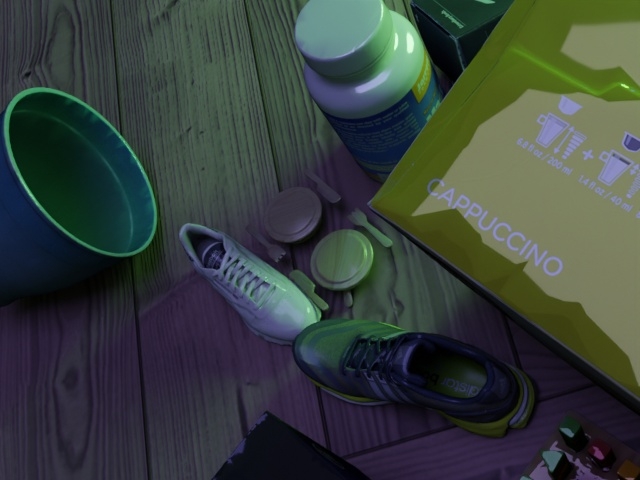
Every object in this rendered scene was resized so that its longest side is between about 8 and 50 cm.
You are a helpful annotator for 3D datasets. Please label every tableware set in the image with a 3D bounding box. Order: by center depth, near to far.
[{"bbox_3d":[0.000,0.000,1.212,0.128,0.039,0.194,-44,56,-3],"label":"tableware set"}]

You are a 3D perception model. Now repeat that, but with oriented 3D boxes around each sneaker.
[{"bbox_3d":[0.096,0.141,1.048,0.300,0.121,0.111,7,68,27],"label":"sneaker"},{"bbox_3d":[-0.100,0.057,1.195,0.235,0.095,0.090,32,79,31],"label":"sneaker"}]

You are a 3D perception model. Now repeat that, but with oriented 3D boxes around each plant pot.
[{"bbox_3d":[-0.424,-0.039,1.299,0.255,0.271,0.272,-31,56,24],"label":"plant pot"}]

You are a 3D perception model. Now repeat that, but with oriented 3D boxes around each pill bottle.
[{"bbox_3d":[0.071,-0.196,1.139,0.152,0.272,0.152,-10,62,19],"label":"pill bottle"}]

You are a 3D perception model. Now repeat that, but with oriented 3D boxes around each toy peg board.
[{"bbox_3d":[0.275,0.276,0.927,0.160,0.079,0.161,33,82,33],"label":"toy peg board"}]

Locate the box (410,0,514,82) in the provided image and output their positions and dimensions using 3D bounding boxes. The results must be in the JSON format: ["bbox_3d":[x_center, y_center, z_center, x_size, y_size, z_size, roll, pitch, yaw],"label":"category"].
[{"bbox_3d":[0.247,-0.294,1.175,0.207,0.108,0.153,-29,37,1],"label":"box"}]

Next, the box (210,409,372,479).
[{"bbox_3d":[0.027,0.294,0.916,0.184,0.261,0.103,31,80,32],"label":"box"}]

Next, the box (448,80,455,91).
[{"bbox_3d":[0.272,-0.163,1.157,0.190,0.045,0.184,-17,52,16],"label":"box"}]

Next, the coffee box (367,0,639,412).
[{"bbox_3d":[0.312,-0.038,0.867,0.337,0.334,0.338,38,93,26],"label":"coffee box"}]
